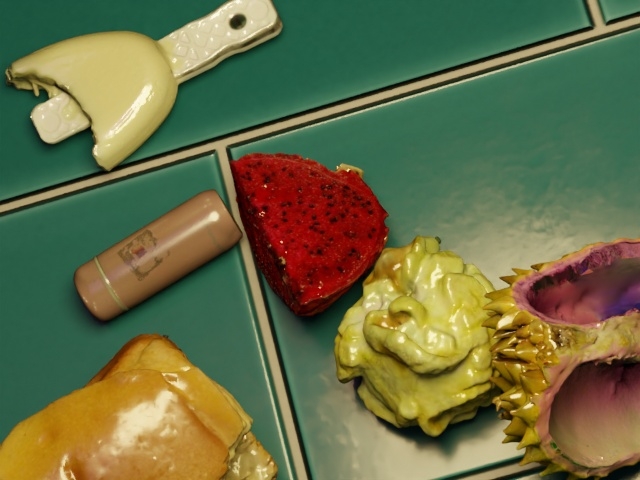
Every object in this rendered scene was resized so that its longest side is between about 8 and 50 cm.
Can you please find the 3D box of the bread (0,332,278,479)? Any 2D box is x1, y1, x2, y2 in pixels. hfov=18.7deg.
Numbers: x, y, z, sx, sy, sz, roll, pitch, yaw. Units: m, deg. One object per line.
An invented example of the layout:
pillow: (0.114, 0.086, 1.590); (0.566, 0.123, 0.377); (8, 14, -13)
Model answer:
bread: (-0.194, 0.231, 1.472); (0.344, 0.149, 0.195); (-39, 108, -2)

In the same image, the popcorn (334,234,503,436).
popcorn: (0.085, 0.080, 1.515); (0.135, 0.162, 0.141); (25, 107, -17)

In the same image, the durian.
durian: (0.223, 0.090, 1.463); (0.260, 0.154, 0.186); (2, 96, -33)

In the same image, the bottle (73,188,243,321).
bottle: (-0.134, 0.012, 1.601); (0.140, 0.053, 0.053); (-31, 72, 1)

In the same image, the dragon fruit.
dragon fruit: (0.000, 0.000, 1.572); (0.106, 0.083, 0.162); (-19, 50, -15)

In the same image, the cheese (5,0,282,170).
cheese: (-0.144, -0.147, 1.649); (0.235, 0.050, 0.127); (-28, 69, 0)
